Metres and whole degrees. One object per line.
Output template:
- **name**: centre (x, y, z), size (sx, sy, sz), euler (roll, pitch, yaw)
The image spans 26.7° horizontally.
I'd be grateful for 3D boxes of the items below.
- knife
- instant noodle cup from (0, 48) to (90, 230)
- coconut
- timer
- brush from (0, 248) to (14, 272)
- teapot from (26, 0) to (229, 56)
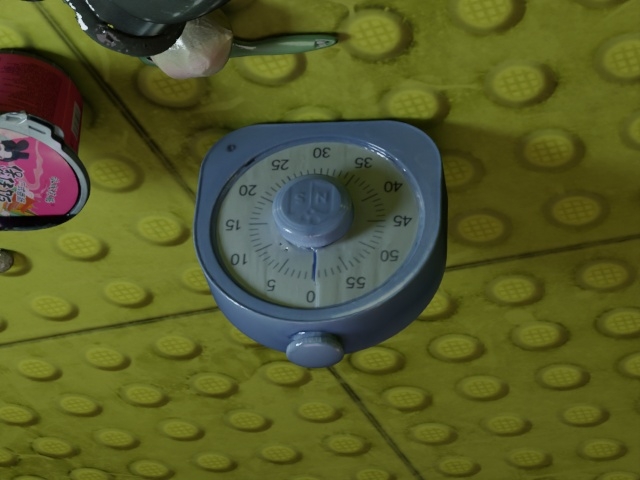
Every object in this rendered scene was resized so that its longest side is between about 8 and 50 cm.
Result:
- **knife**: centre (-0.119, -0.272, 1.902), size (0.293, 0.019, 0.043), euler (-4, 146, 15)
- **instant noodle cup**: centre (-0.449, -0.159, 1.963), size (0.258, 0.181, 0.302), euler (32, 137, -32)
- **coconut**: centre (-0.171, -0.275, 1.832), size (0.124, 0.110, 0.110), euler (-8, 144, 29)
- **timer**: centre (0.000, 0.000, 1.966), size (0.395, 0.395, 0.173), euler (0, 149, 8)
- **brush**: centre (-0.674, 0.057, 2.434), size (0.299, 0.039, 0.042), euler (-11, 139, 26)
- **teapot**: centre (-0.225, -0.327, 1.623), size (0.223, 0.305, 0.285), euler (51, 142, -2)
